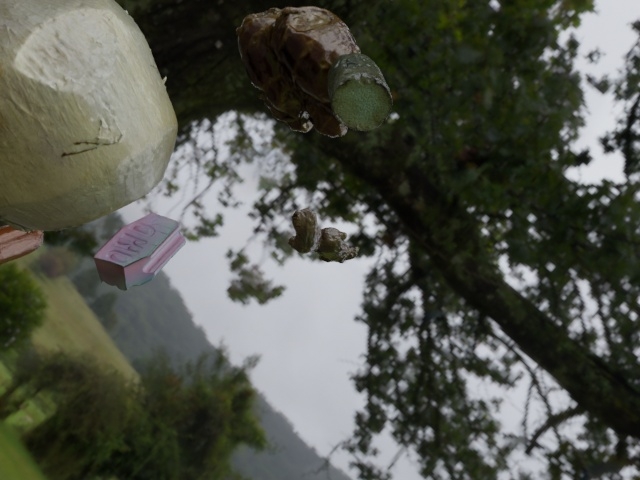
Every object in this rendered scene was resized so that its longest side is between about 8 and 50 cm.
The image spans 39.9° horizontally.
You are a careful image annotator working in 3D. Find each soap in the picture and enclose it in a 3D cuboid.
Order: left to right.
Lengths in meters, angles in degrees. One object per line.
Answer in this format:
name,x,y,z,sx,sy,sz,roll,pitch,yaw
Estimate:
soap,-0.321,0.019,1.547,0.100,0.149,0.056,17,-42,27

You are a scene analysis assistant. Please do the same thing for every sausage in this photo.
sausage,-0.669,0.011,1.843,0.076,0.198,0.076,19,-59,37

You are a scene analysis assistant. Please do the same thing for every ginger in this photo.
ginger,-0.036,-0.350,1.842,0.358,0.153,0.274,14,-64,48
ginger,0.001,0.001,2.202,0.122,0.084,0.290,-7,-21,24

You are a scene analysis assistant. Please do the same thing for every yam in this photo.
yam,0.066,-0.276,1.603,0.107,0.107,0.194,53,13,-23

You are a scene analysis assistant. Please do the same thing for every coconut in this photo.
coconut,-0.393,-0.212,1.273,0.346,0.346,0.360,17,-47,56
